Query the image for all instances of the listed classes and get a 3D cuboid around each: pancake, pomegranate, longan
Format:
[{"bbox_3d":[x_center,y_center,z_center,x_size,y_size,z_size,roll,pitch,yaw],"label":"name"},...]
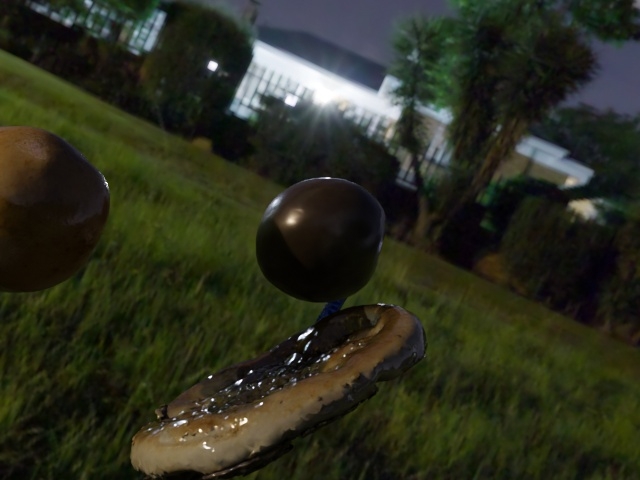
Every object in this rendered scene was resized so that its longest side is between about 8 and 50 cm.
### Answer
[{"bbox_3d":[-0.059,0.179,1.075,0.382,0.382,0.071,-154,-140,-84],"label":"pancake"},{"bbox_3d":[-0.333,-0.032,0.970,0.196,0.196,0.196,25,0,0],"label":"pomegranate"},{"bbox_3d":[0.000,0.000,1.323,0.198,0.198,0.212,25,-15,9],"label":"longan"}]

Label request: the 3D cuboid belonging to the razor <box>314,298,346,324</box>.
[{"bbox_3d":[0.002,0.148,1.534,0.093,0.324,0.056,30,-41,0],"label":"razor"}]
